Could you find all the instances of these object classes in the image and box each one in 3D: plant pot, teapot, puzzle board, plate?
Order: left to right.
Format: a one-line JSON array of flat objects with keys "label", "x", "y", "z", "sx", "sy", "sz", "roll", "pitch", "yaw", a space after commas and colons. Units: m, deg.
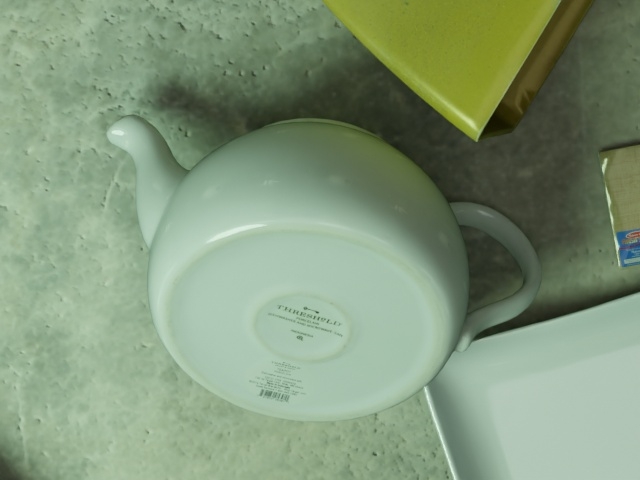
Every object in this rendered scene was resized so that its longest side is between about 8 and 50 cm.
[{"label": "teapot", "x": 0.000, "y": 0.000, "z": 1.487, "sx": 0.252, "sy": 0.187, "sz": 0.256, "roll": -19, "pitch": 128, "yaw": 24}, {"label": "plant pot", "x": 0.103, "y": -0.213, "z": 1.432, "sx": 0.187, "sy": 0.212, "sz": 0.212, "roll": 33, "pitch": 101, "yaw": 8}, {"label": "plate", "x": 0.245, "y": 0.183, "z": 1.558, "sx": 0.277, "sy": 0.045, "sz": 0.278, "roll": -17, "pitch": 91, "yaw": 1}, {"label": "puzzle board", "x": 0.287, "y": -0.035, "z": 1.552, "sx": 0.128, "sy": 0.011, "sz": 0.096, "roll": -11, "pitch": 102, "yaw": 4}]
